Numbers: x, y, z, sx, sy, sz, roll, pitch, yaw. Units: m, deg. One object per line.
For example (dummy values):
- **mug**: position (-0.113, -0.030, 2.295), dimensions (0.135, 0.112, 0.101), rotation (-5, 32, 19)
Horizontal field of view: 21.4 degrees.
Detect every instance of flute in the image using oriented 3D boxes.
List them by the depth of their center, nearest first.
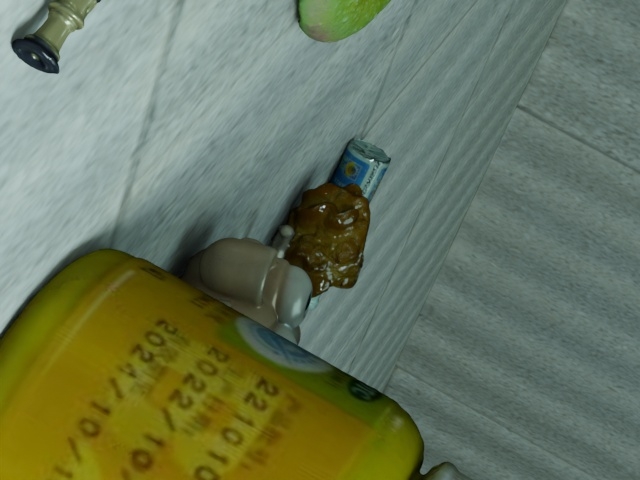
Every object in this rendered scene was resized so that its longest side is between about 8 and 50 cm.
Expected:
- **flute**: position (-0.079, -0.177, 0.847), dimensions (0.233, 0.027, 0.027), rotation (-57, 171, -21)

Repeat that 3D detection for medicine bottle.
- **medicine bottle**: position (-0.033, 0.184, 1.084), dimensions (0.224, 0.384, 0.224), rotation (-58, 170, -16)
- **medicine bottle**: position (0.014, -0.016, 1.828), dimensions (0.191, 0.051, 0.051), rotation (-63, 171, 20)

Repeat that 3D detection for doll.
- **doll**: position (-0.065, 0.066, 1.441), dimensions (0.278, 0.119, 0.154), rotation (-43, 147, -82)

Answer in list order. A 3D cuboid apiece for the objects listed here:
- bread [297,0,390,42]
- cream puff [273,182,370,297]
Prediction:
- **bread**: position (0.070, -0.287, 1.301), dimensions (0.301, 0.045, 0.301), rotation (-59, 171, -16)
- **cream puff**: position (0.000, 0.000, 1.688), dimensions (0.116, 0.094, 0.122), rotation (90, 8, -80)
